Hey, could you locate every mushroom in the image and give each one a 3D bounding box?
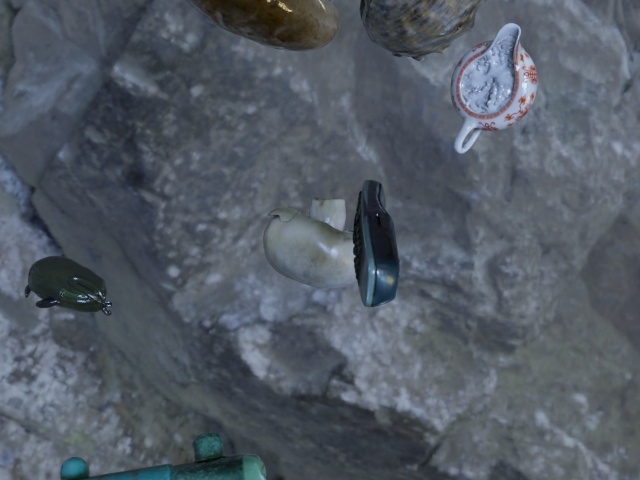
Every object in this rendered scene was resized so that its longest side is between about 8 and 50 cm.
[{"bbox_3d":[0.000,0.000,1.120,0.154,0.122,0.154,17,177,1],"label":"mushroom"},{"bbox_3d":[-0.105,-0.314,0.958,0.286,0.151,0.156,43,116,-7],"label":"mushroom"}]

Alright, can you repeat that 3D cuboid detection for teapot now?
[{"bbox_3d":[0.310,-0.269,1.541,0.159,0.245,0.116,24,-166,18],"label":"teapot"}]

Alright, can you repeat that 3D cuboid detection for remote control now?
[{"bbox_3d":[0.057,0.000,0.911,0.042,0.222,0.072,4,115,-2],"label":"remote control"}]

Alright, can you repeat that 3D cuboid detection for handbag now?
[{"bbox_3d":[-0.289,0.055,0.976,0.111,0.072,0.047,19,121,20],"label":"handbag"}]

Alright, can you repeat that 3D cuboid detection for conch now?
[{"bbox_3d":[0.054,-0.233,0.660,0.155,0.130,0.207,38,-178,37],"label":"conch"}]

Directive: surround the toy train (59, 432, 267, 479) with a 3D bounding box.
[{"bbox_3d":[-0.163,0.221,0.541,0.298,0.194,0.120,-9,145,-4],"label":"toy train"}]
